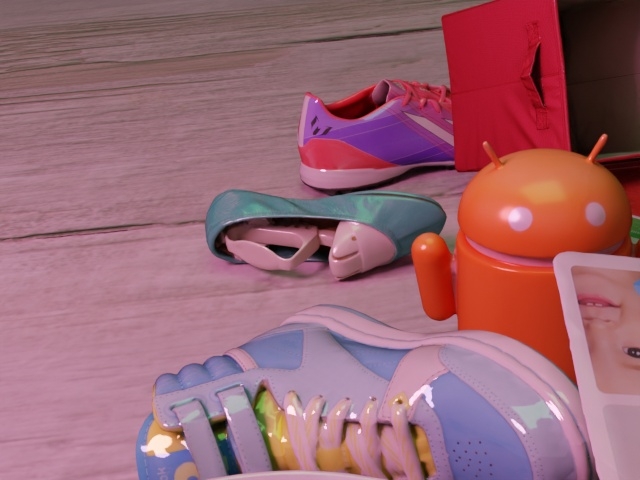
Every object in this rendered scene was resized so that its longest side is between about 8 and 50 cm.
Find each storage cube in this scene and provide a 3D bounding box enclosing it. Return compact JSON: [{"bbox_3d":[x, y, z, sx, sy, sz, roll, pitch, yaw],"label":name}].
[{"bbox_3d":[0.265,-0.176,1.201,0.215,0.184,0.193,-9,5,-30],"label":"storage cube"}]

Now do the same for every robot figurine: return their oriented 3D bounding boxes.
[{"bbox_3d":[0.160,0.028,0.809,0.158,0.219,0.128,19,33,40],"label":"robot figurine"}]

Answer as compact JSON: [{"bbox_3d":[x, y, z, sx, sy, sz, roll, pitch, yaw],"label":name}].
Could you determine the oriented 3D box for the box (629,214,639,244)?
[{"bbox_3d":[0.259,0.043,0.904,0.101,0.102,0.087,20,35,40],"label":"box"}]

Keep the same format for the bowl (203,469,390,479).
[{"bbox_3d":[-0.020,0.241,0.473,0.297,0.134,0.298,-3,24,1],"label":"bowl"}]

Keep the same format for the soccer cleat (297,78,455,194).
[{"bbox_3d":[0.121,-0.145,1.324,0.318,0.116,0.108,-14,26,-21],"label":"soccer cleat"}]

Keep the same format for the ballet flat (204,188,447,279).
[{"bbox_3d":[0.000,0.000,1.092,0.247,0.083,0.087,3,49,16],"label":"ballet flat"}]

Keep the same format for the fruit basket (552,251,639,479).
[{"bbox_3d":[0.278,0.134,0.446,0.327,0.165,0.353,7,36,-5],"label":"fruit basket"}]

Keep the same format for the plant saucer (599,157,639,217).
[{"bbox_3d":[0.301,-0.024,1.114,0.259,0.048,0.258,-7,24,-4],"label":"plant saucer"}]

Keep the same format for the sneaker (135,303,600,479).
[{"bbox_3d":[0.007,0.136,0.698,0.208,0.127,0.319,-20,13,-32],"label":"sneaker"}]
